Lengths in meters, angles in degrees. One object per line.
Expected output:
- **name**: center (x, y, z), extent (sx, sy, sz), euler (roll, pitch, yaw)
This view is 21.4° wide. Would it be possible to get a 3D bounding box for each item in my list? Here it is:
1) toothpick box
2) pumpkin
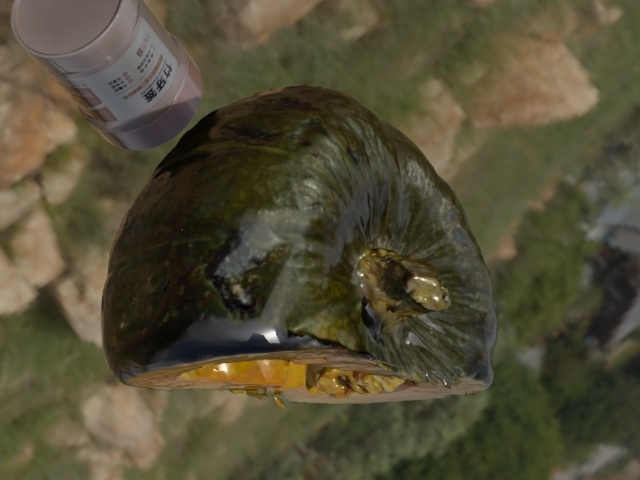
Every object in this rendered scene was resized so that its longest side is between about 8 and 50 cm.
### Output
- **toothpick box**: center (-0.164, -0.147, 1.324), extent (0.098, 0.098, 0.149), euler (-38, 148, 0)
- **pumpkin**: center (0.000, 0.000, 1.223), extent (0.242, 0.232, 0.325), euler (-8, 169, 38)
